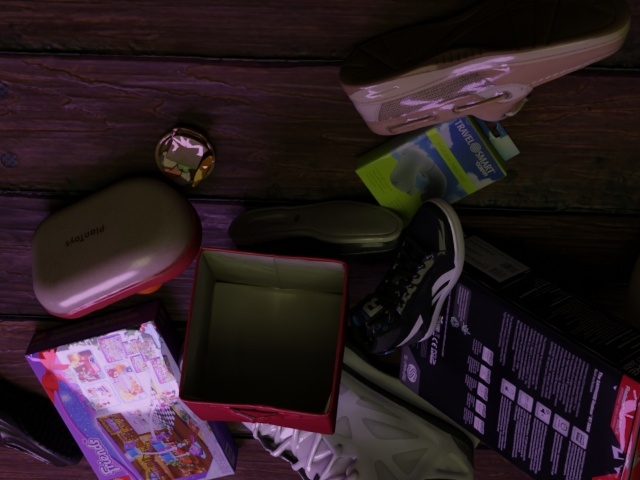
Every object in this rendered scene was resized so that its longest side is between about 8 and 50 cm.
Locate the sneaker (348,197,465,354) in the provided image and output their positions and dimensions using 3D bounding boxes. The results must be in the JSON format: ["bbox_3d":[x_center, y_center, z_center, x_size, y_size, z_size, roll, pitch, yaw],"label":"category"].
[{"bbox_3d":[0.099,0.056,1.468,0.121,0.079,0.217,-21,136,-35],"label":"sneaker"}]

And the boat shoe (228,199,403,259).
[{"bbox_3d":[0.000,0.000,1.548,0.233,0.084,0.079,-3,126,23],"label":"boat shoe"}]

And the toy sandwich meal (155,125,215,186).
[{"bbox_3d":[-0.171,-0.104,1.535,0.085,0.029,0.085,2,122,3],"label":"toy sandwich meal"}]

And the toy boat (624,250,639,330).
[{"bbox_3d":[0.439,0.099,1.526,0.148,0.267,0.318,24,151,-14],"label":"toy boat"}]

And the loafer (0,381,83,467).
[{"bbox_3d":[-0.447,0.266,1.768,0.220,0.080,0.078,33,128,-10],"label":"loafer"}]

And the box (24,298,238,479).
[{"bbox_3d":[-0.265,0.235,1.737,0.201,0.057,0.293,-16,120,13],"label":"box"}]

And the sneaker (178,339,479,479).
[{"bbox_3d":[0.007,0.277,1.613,0.447,0.257,0.169,21,132,-9],"label":"sneaker"}]

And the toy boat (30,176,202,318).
[{"bbox_3d":[-0.253,0.022,1.575,0.231,0.151,0.151,-22,148,18],"label":"toy boat"}]

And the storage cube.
[{"bbox_3d":[-0.061,0.128,1.504,0.184,0.215,0.193,5,164,4],"label":"storage cube"}]

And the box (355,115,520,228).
[{"bbox_3d":[0.146,-0.097,1.508,0.178,0.042,0.109,-28,116,21],"label":"box"}]

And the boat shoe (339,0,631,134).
[{"bbox_3d":[0.195,-0.202,1.396,0.341,0.121,0.110,-9,133,27],"label":"boat shoe"}]

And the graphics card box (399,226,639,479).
[{"bbox_3d":[0.259,0.163,1.499,0.371,0.094,0.233,32,133,39],"label":"graphics card box"}]
